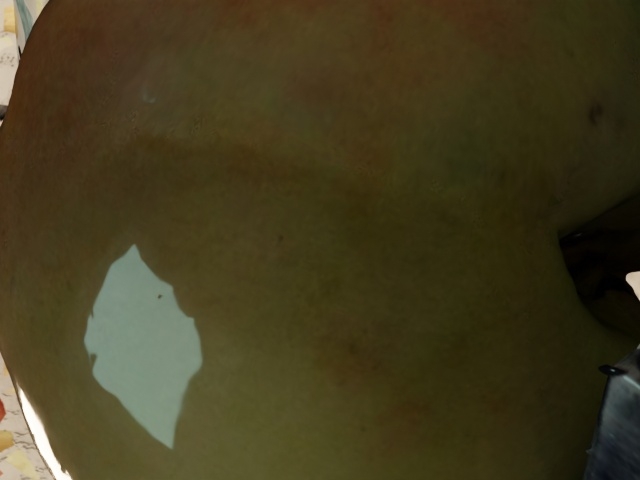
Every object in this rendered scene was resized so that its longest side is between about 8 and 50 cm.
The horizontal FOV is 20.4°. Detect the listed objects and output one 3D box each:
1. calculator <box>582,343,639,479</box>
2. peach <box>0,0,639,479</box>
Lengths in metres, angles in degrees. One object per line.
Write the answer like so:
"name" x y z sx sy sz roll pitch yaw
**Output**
"calculator" 0.163 0.156 0.493 0.261 0.021 0.161 42 145 31
"peach" 0.000 -0.001 0.664 0.247 0.292 0.292 -18 -79 -61
